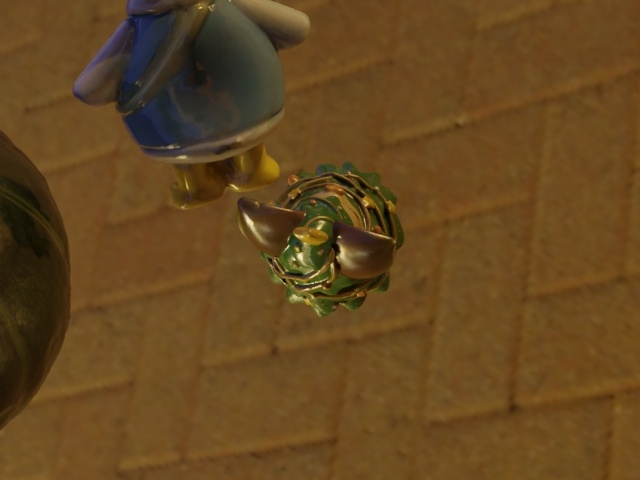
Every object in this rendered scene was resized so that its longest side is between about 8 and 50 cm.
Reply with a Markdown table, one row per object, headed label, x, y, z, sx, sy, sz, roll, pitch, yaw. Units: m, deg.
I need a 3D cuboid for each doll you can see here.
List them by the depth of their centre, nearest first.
| label | x | y | z | sx | sy | sz | roll | pitch | yaw |
| --- | --- | --- | --- | --- | --- | --- | --- | --- | --- |
| doll | -0.002 | 0.010 | 0.892 | 0.113 | 0.078 | 0.076 | -55 | -20 | -72 |
| doll | -0.086 | -0.139 | 1.126 | 0.135 | 0.241 | 0.099 | -10 | 14 | 22 |

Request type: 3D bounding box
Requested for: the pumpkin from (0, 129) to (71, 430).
| label | x | y | z | sx | sy | sz | roll | pitch | yaw |
| --- | --- | --- | --- | --- | --- | --- | --- | --- | --- |
| pumpkin | -0.307 | 0.030 | 1.136 | 0.207 | 0.300 | 0.300 | 98 | 167 | -45 |
